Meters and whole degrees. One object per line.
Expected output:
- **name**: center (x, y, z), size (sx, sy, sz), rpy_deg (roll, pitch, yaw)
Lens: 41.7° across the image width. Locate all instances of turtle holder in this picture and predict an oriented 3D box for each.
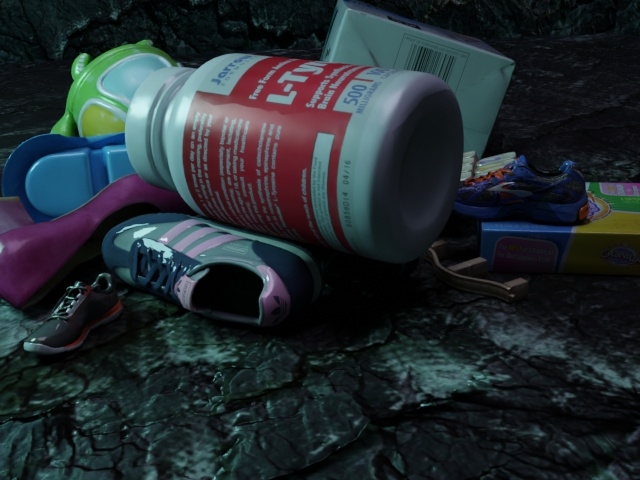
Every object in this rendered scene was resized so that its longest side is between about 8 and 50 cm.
- **turtle holder**: center (-0.382, -0.252, 1.669), size (0.320, 0.243, 0.227), rpy_deg (-8, 37, -43)

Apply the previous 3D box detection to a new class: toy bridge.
- **toy bridge**: center (0.197, 0.043, 1.136), size (0.063, 0.026, 0.188), rpy_deg (-15, 24, -26)

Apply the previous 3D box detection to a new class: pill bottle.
- **pill bottle**: center (-0.044, -0.119, 1.080), size (0.407, 0.229, 0.229), rpy_deg (13, 25, 31)

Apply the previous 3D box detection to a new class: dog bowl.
- **dog bowl**: center (-0.357, -0.097, 1.369), size (0.297, 0.166, 0.074), rpy_deg (-7, 9, -14)

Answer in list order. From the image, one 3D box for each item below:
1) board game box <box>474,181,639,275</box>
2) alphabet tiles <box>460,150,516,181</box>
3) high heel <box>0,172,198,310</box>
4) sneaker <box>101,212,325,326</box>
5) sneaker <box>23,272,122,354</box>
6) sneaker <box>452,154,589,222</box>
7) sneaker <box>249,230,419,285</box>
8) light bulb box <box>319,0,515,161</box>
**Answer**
- **board game box**: center (0.391, -0.023, 1.245), size (0.316, 0.064, 0.242), rpy_deg (1, 21, 7)
- **alphabet tiles**: center (0.190, -0.101, 1.410), size (0.278, 0.021, 0.284), rpy_deg (-14, 14, 17)
- **high heel**: center (-0.302, 0.010, 1.207), size (0.377, 0.127, 0.181), rpy_deg (-13, 52, -39)
- **sneaker**: center (-0.163, 0.037, 1.052), size (0.319, 0.112, 0.131), rpy_deg (7, 19, 23)
- **sneaker**: center (-0.298, 0.082, 1.003), size (0.061, 0.065, 0.158), rpy_deg (6, 21, 19)
- **sneaker**: center (0.266, -0.079, 1.186), size (0.221, 0.087, 0.083), rpy_deg (2, 20, 8)
- **sneaker**: center (0.000, 0.000, 1.160), size (0.267, 0.101, 0.106), rpy_deg (11, 26, 31)
- **light bulb box**: center (0.179, -0.353, 1.795), size (0.357, 0.225, 0.361), rpy_deg (16, 19, -8)
